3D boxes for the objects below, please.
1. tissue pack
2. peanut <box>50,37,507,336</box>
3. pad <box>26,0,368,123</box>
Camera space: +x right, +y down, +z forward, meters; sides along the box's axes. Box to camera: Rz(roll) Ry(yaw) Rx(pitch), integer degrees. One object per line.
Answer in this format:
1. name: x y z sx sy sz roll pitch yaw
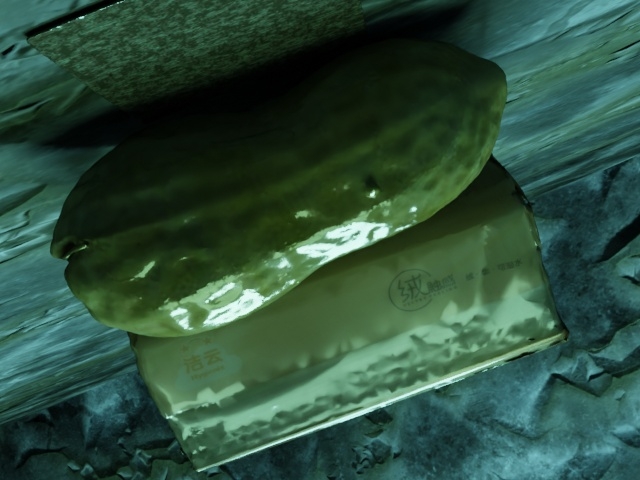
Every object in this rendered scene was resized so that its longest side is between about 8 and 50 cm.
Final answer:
1. tissue pack: 0.000 0.000 0.974 0.305 0.239 0.238 -20 174 2
2. peanut: -0.018 -0.039 0.817 0.313 0.149 0.149 -28 174 -5
3. pad: -0.053 -0.111 0.691 0.158 0.003 0.235 -21 174 4
